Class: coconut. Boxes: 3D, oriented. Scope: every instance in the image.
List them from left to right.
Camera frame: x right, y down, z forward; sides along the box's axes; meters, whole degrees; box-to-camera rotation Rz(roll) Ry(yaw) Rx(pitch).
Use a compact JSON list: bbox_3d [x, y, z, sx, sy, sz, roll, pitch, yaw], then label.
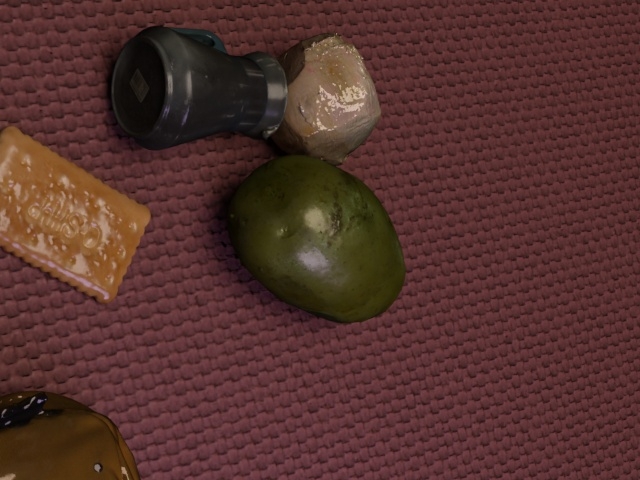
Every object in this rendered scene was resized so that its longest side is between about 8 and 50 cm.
[{"bbox_3d":[0.001,-0.205,1.978,0.194,0.194,0.194,5,82,-36],"label":"coconut"}]

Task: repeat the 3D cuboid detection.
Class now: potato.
[{"bbox_3d":[0.000,0.002,1.935,0.304,0.216,0.216,39,63,-23],"label":"potato"}]

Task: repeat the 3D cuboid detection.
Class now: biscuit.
[{"bbox_3d":[-0.356,-0.033,1.779,0.249,0.030,0.160,34,66,-29],"label":"biscuit"}]

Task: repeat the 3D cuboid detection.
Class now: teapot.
[{"bbox_3d":[-0.177,-0.226,1.869,0.225,0.171,0.203,-2,55,-43],"label":"teapot"}]

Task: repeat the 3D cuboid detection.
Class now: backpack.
[{"bbox_3d":[-0.359,0.380,1.626,0.353,0.201,0.378,-21,100,-40],"label":"backpack"}]
